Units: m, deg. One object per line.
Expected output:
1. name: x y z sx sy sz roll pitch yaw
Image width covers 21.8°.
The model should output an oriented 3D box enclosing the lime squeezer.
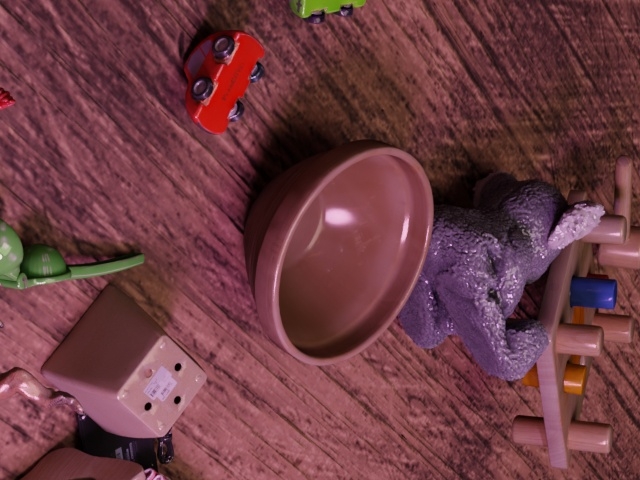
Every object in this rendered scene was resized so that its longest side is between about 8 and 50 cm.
1. lime squeezer: -0.257 -0.006 1.442 0.310 0.058 0.110 45 40 -51

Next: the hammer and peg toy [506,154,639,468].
1. hammer and peg toy: 0.317 0.067 2.081 0.266 0.127 0.361 75 26 -44

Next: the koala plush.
1. koala plush: 0.205 0.006 1.890 0.221 0.196 0.203 -38 126 -25

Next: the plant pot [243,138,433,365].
1. plant pot: 0.000 0.000 1.696 0.237 0.109 0.237 -27 129 -39

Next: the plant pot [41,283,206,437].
1. plant pot: -0.172 0.124 1.553 0.109 0.096 0.109 -53 129 -15

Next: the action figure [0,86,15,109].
1. action figure: -0.281 -0.140 1.251 0.091 0.139 0.280 -13 124 -61

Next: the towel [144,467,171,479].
1. towel: -0.178 0.315 1.713 0.144 0.029 0.197 -48 149 -5

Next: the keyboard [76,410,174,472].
1. keyboard: -0.191 0.213 1.664 0.108 0.023 0.180 -27 131 -31

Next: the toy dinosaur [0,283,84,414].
1. toy dinosaur: -0.335 0.120 1.359 0.200 0.127 0.296 -40 132 -19

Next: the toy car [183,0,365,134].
1. toy car: -0.043 -0.231 1.557 0.225 0.053 0.239 -19 125 -44

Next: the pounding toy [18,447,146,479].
1. pounding toy: -0.267 0.282 1.501 0.269 0.154 0.155 -39 137 -30
